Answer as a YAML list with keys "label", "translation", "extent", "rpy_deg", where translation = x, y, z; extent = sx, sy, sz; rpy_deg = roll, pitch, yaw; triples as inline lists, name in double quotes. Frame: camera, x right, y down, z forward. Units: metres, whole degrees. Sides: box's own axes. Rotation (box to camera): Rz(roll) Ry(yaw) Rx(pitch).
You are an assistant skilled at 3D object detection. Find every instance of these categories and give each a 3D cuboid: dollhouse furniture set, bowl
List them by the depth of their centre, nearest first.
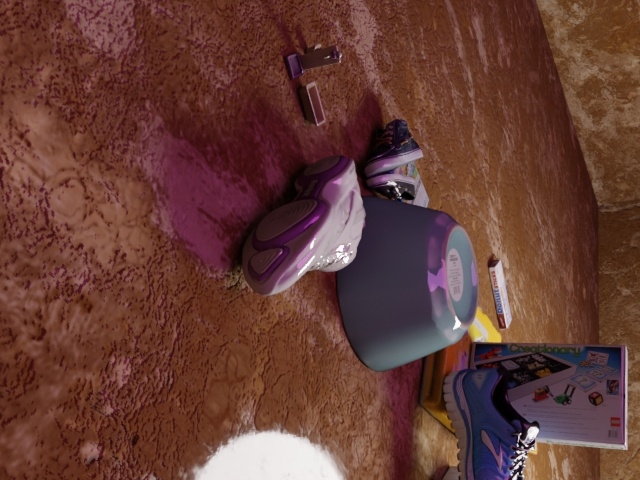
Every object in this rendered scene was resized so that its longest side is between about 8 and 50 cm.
- label: "dollhouse furniture set"
  translation: [0.014, -0.243, 1.101]
  extent: [0.091, 0.081, 0.114]
  rpy_deg: [-43, 121, -55]
- label: "bowl"
  translation: [0.170, 0.068, 1.238]
  extent: [0.311, 0.163, 0.312]
  rpy_deg: [19, 68, -60]

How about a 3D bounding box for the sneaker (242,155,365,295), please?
- label: "sneaker"
  translation: [0.000, 0.000, 0.992]
  extent: [0.305, 0.114, 0.152]
  rpy_deg: [-54, 129, -51]

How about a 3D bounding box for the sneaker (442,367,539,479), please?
- label: "sneaker"
  translation: [0.333, 0.391, 1.321]
  extent: [0.130, 0.147, 0.330]
  rpy_deg: [17, 56, -56]

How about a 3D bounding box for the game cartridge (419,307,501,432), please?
- label: "game cartridge"
  translation: [0.315, 0.272, 1.553]
  extent: [0.323, 0.052, 0.285]
  rpy_deg: [43, 51, -45]

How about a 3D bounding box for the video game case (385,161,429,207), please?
- label: "video game case"
  translation: [0.174, -0.107, 1.433]
  extent: [0.166, 0.015, 0.119]
  rpy_deg: [63, 36, -33]

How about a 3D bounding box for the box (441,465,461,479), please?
- label: "box"
  translation: [0.305, 0.523, 1.452]
  extent: [0.087, 0.102, 0.101]
  rpy_deg: [-20, 102, -63]

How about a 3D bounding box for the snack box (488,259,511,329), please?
- label: "snack box"
  translation: [0.486, 0.145, 1.937]
  extent: [0.064, 0.022, 0.178]
  rpy_deg: [-34, 114, -59]

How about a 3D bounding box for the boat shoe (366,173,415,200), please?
- label: "boat shoe"
  translation: [0.134, -0.095, 1.307]
  extent: [0.142, 0.049, 0.040]
  rpy_deg: [-2, 77, -53]

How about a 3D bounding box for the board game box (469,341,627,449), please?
- label: "board game box"
  translation: [0.449, 0.303, 1.435]
  extent: [0.053, 0.305, 0.193]
  rpy_deg: [44, 51, -51]

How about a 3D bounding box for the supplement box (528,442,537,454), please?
- label: "supplement box"
  translation: [0.411, 0.423, 1.579]
  extent: [0.233, 0.078, 0.080]
  rpy_deg: [37, 52, -52]

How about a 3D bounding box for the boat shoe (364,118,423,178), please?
- label: "boat shoe"
  translation: [0.119, -0.169, 1.308]
  extent: [0.183, 0.065, 0.083]
  rpy_deg: [-25, 90, -56]
